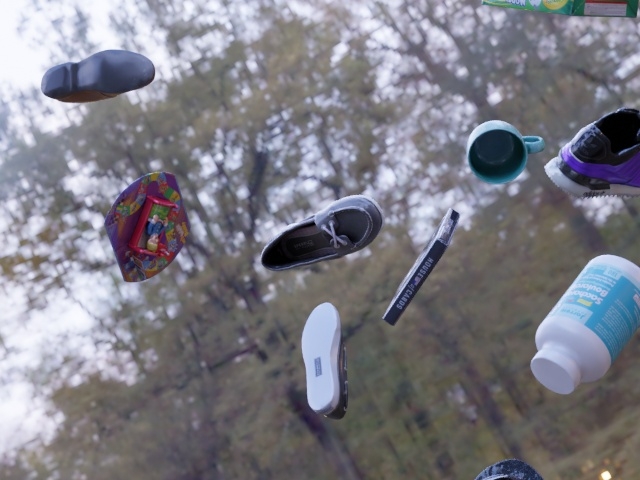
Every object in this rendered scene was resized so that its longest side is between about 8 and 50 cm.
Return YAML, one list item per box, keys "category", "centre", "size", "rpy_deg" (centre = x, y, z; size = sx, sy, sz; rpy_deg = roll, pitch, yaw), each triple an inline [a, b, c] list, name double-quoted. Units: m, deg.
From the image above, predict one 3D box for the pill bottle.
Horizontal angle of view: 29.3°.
- category: "pill bottle"
  centre: [0.493, 0.159, 2.248]
  size: [0.264, 0.146, 0.146]
  rpy_deg: [-47, -6, -29]

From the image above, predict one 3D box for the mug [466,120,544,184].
- category: "mug"
  centre: [0.398, -0.193, 2.691]
  size: [0.097, 0.157, 0.129]
  rpy_deg: [-84, 14, -70]

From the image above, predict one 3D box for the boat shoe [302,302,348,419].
- category: "boat shoe"
  centre: [0.008, 0.140, 1.407]
  size: [0.049, 0.142, 0.040]
  rpy_deg: [-21, -40, 28]

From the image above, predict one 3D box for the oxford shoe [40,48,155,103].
- category: "oxford shoe"
  centre: [-0.353, -0.265, 2.016]
  size: [0.212, 0.076, 0.076]
  rpy_deg: [-3, -14, 26]

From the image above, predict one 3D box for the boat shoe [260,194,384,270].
- category: "boat shoe"
  centre: [0.000, 0.000, 2.455]
  size: [0.095, 0.112, 0.335]
  rpy_deg: [-40, 12, -37]

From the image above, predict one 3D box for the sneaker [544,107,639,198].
- category: "sneaker"
  centre: [0.508, -0.153, 2.032]
  size: [0.293, 0.102, 0.146]
  rpy_deg: [-12, -37, -46]

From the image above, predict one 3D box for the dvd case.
- category: "dvd case"
  centre: [0.186, 0.045, 2.209]
  size: [0.179, 0.029, 0.239]
  rpy_deg: [-58, -3, 18]

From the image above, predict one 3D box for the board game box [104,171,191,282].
- category: "board game box"
  centre: [-0.232, -0.014, 1.733]
  size: [0.133, 0.033, 0.169]
  rpy_deg: [-39, -41, -29]

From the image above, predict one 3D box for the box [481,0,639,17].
- category: "box"
  centre: [0.266, -0.284, 1.412]
  size: [0.105, 0.043, 0.179]
  rpy_deg: [-5, 18, -31]

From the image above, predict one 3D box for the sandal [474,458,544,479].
- category: "sandal"
  centre: [0.302, 0.515, 2.156]
  size: [0.446, 0.167, 0.107]
  rpy_deg: [-39, -30, -50]
